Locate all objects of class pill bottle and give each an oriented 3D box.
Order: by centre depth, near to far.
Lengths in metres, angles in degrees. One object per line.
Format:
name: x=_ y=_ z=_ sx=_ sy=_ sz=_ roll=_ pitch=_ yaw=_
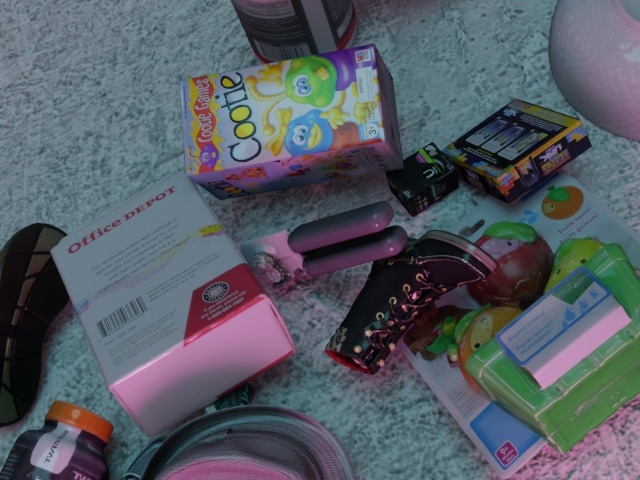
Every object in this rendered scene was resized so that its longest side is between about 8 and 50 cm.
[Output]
pill bottle: x=-0.353 y=0.330 z=1.340 sx=0.130 sy=0.130 sz=0.245 roll=14 pitch=66 yaw=20
pill bottle: x=-0.058 y=-0.401 z=1.561 sx=0.176 sy=0.318 sz=0.176 roll=-6 pitch=61 yaw=11

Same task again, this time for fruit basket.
fruit basket: x=0.253 y=0.071 z=1.318 sx=0.327 sy=0.165 sz=0.353 roll=-39 pitch=50 yaw=2

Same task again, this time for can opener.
can opener: x=0.000 y=0.000 z=1.384 sx=0.280 sy=0.074 sz=0.093 roll=-14 pitch=26 yaw=48

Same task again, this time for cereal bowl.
cereal bowl: x=0.492 y=-0.311 z=1.489 sx=0.339 sy=0.141 sz=0.339 roll=-6 pitch=61 yaw=11

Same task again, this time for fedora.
fedora: x=-0.094 y=0.310 z=1.225 sx=0.276 sy=0.124 sz=0.243 roll=-7 pitch=75 yaw=4

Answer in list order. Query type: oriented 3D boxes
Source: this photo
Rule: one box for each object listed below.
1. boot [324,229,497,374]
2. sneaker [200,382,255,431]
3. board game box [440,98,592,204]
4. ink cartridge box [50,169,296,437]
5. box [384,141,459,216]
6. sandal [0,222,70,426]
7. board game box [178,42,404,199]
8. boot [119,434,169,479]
boot: x=0.107 y=0.082 z=1.295 sx=0.178 sy=0.085 sz=0.236 roll=-59 pitch=21 yaw=-16
sneaker: x=-0.117 y=0.215 z=1.375 sx=0.076 sy=0.065 sz=0.166 roll=-22 pitch=42 yaw=-13
board game box: x=0.264 y=-0.125 z=1.445 sx=0.141 sy=0.048 sz=0.170 roll=-33 pitch=25 yaw=-7
ink cartridge box: x=-0.201 y=0.075 z=1.404 sx=0.226 sy=0.131 sz=0.306 roll=-31 pitch=42 yaw=-5
box: x=0.144 y=-0.086 z=1.497 sx=0.083 sy=0.052 sz=0.062 roll=-32 pitch=58 yaw=-4
sandal: x=-0.438 y=0.113 z=1.496 sx=0.086 sy=0.120 sz=0.302 roll=-8 pitch=61 yaw=47
board game box: x=-0.039 y=-0.159 z=1.457 sx=0.275 sy=0.144 sz=0.142 roll=-9 pitch=76 yaw=12
boot: x=-0.240 y=0.327 z=1.340 sx=0.069 sy=0.086 sz=0.190 roll=16 pitch=67 yaw=21
